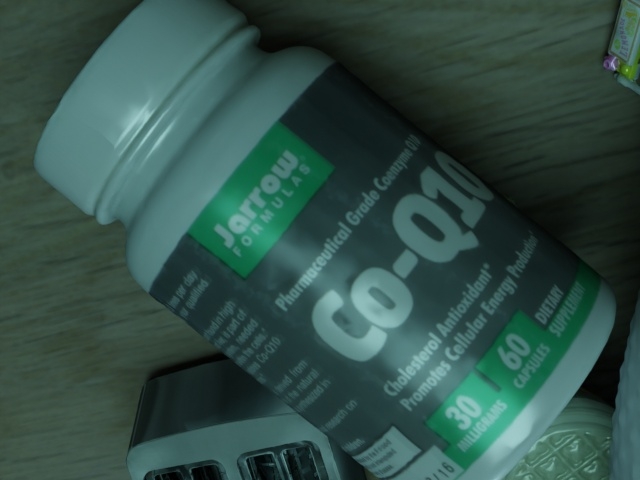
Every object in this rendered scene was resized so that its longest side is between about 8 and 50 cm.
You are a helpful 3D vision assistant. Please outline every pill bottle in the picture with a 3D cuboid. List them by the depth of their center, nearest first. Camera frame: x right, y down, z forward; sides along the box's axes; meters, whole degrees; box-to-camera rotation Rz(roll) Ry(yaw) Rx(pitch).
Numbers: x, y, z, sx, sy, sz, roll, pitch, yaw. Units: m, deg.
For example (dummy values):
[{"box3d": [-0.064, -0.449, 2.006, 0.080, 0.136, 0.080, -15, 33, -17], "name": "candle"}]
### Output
[{"box3d": [0.000, 0.000, 0.853, 0.361, 0.204, 0.204, 38, 112, 0], "name": "pill bottle"}]

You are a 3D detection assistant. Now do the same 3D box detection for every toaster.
[{"box3d": [-0.055, 0.177, 1.020, 0.168, 0.110, 0.186, -12, 115, 7], "name": "toaster"}]

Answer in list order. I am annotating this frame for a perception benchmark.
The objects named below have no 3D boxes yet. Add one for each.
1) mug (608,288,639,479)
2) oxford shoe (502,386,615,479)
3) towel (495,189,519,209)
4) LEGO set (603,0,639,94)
[{"box3d": [0.350, 0.123, 0.851, 0.276, 0.374, 0.328, 20, 113, 26], "name": "mug"}, {"box3d": [0.178, 0.304, 1.061, 0.169, 0.130, 0.449, 4, 116, -3], "name": "oxford shoe"}, {"box3d": [0.070, -0.011, 0.969, 0.148, 0.027, 0.110, 25, 115, -10], "name": "towel"}, {"box3d": [0.288, -0.171, 0.863, 0.132, 0.107, 0.287, 9, 117, -41], "name": "LEGO set"}]
